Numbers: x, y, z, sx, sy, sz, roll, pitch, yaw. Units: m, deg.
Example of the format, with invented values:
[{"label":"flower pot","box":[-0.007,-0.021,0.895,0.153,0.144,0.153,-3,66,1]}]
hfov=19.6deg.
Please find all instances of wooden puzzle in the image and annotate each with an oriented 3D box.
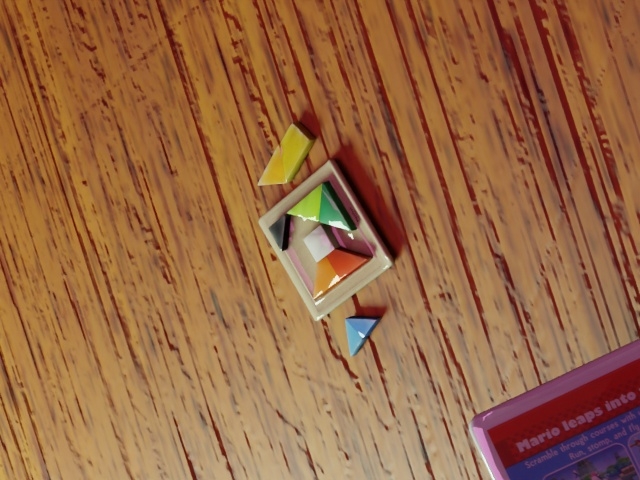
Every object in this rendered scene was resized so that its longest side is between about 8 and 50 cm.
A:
[{"label":"wooden puzzle","box":[0.000,0.000,1.011,0.116,0.014,0.078,54,129,15]}]

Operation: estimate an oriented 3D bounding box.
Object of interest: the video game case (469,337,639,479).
[{"label":"video game case","box":[0.215,0.164,0.794,0.204,0.025,0.285,-26,84,7]}]
